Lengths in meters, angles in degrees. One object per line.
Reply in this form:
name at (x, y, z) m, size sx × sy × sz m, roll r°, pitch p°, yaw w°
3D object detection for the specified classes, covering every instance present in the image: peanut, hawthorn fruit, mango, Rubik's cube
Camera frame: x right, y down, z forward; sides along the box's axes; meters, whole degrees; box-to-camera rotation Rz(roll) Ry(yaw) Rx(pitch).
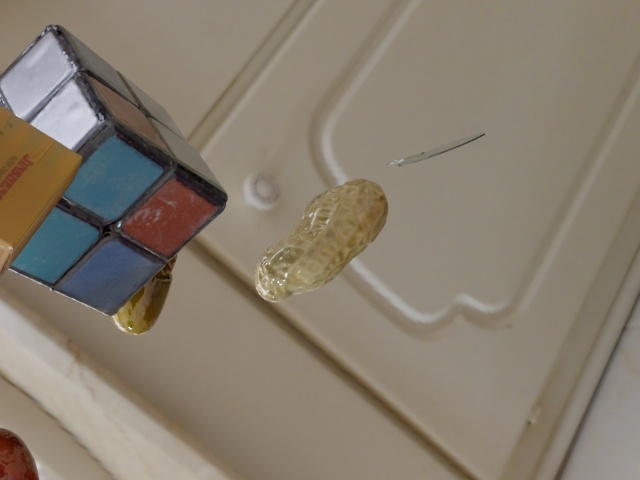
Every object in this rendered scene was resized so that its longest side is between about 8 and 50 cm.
peanut at (0.000, 0.000, 2.087) m, size 0.153 × 0.325 × 0.140 m, roll 51°, pitch 177°, yaw 18°
hawthorn fruit at (-0.528, 0.394, 1.658) m, size 0.173 × 0.179 × 0.173 m, roll -12°, pitch 156°, yaw -5°
mango at (-0.343, 0.055, 1.979) m, size 0.130 × 0.262 × 0.167 m, roll 15°, pitch 161°, yaw -31°
Rubik's cube at (-0.404, -0.112, 1.759) m, size 0.316 × 0.318 × 0.313 m, roll 35°, pitch -166°, yaw -49°

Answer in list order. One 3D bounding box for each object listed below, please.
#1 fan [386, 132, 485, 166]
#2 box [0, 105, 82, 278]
fan at (0.133, -0.109, 1.310) m, size 0.175 × 0.113 × 0.005 m, roll -11°, pitch 101°, yaw 61°
box at (-0.417, -0.093, 1.113) m, size 0.274 × 0.174 × 0.076 m, roll 32°, pitch 132°, yaw -9°
